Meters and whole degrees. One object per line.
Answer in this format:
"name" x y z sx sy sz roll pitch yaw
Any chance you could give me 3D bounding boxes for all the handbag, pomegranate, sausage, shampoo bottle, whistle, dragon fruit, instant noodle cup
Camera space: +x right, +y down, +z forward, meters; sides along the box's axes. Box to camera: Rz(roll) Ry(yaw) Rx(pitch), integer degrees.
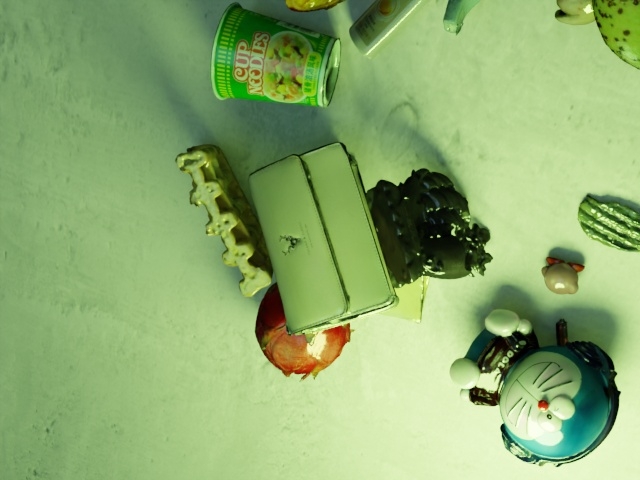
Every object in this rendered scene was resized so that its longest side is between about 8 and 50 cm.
"handbag" 0.000 0.000 1.552 0.237 0.160 0.358 -19 79 12
"pomegranate" 0.535 -0.421 1.210 0.341 0.285 0.284 15 120 47
"sausage" 0.534 0.259 1.606 0.028 0.025 0.198 -17 110 -16
"shampoo bottle" 0.154 -0.464 1.443 0.227 0.056 0.086 -40 61 31
"whistle" 0.272 -0.503 1.322 0.093 0.180 0.269 20 83 13
"dragon fruit" -0.040 0.191 1.713 0.241 0.241 0.252 42 104 3
"instant noodle cup" -0.083 -0.373 1.526 0.233 0.207 0.207 13 116 9

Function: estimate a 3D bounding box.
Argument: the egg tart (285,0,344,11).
"egg tart" 0.007 -0.549 1.405 0.215 0.215 0.170 -28 83 30

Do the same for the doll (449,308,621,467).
"doll" 0.456 0.312 1.524 0.310 0.240 0.284 34 97 39

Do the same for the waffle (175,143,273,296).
"waffle" -0.205 -0.060 1.650 0.078 0.304 0.348 -26 99 5

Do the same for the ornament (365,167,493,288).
"ornament" 0.244 -0.030 1.510 0.106 0.261 0.251 -32 73 64

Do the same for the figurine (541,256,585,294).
"figurine" 0.497 0.076 1.521 0.083 0.067 0.071 18 98 33

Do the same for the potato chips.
"potato chips" 0.610 -0.019 1.456 0.208 0.028 0.091 25 120 14

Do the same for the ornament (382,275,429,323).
"ornament" 0.176 0.119 1.689 0.201 0.059 0.180 -32 97 33
